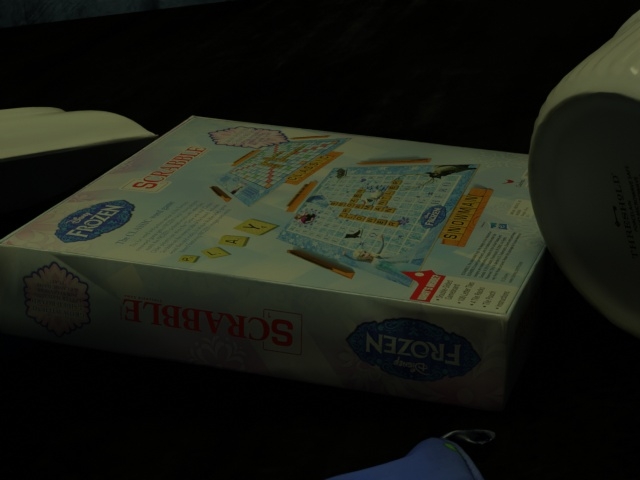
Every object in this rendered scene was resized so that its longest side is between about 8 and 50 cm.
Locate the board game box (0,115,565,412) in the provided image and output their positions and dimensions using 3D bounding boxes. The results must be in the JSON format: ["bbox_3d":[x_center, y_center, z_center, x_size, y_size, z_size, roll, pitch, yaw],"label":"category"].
[{"bbox_3d":[0.000,0.000,1.032,0.318,0.066,0.318,8,21,17],"label":"board game box"}]

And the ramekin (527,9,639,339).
[{"bbox_3d":[0.216,-0.033,0.895,0.109,0.207,0.207,-29,25,-31],"label":"ramekin"}]

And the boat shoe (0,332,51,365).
[{"bbox_3d":[-0.292,0.040,1.057,0.258,0.109,0.089,-9,28,-9],"label":"boat shoe"}]

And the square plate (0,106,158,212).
[{"bbox_3d":[-0.353,-0.050,1.255,0.347,0.049,0.344,-9,-4,-29],"label":"square plate"}]

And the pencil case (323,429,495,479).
[{"bbox_3d":[-0.057,0.159,0.510,0.306,0.133,0.119,-15,47,-18],"label":"pencil case"}]

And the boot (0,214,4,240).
[{"bbox_3d":[-0.374,0.017,1.243,0.165,0.077,0.213,-2,18,30],"label":"boot"}]
